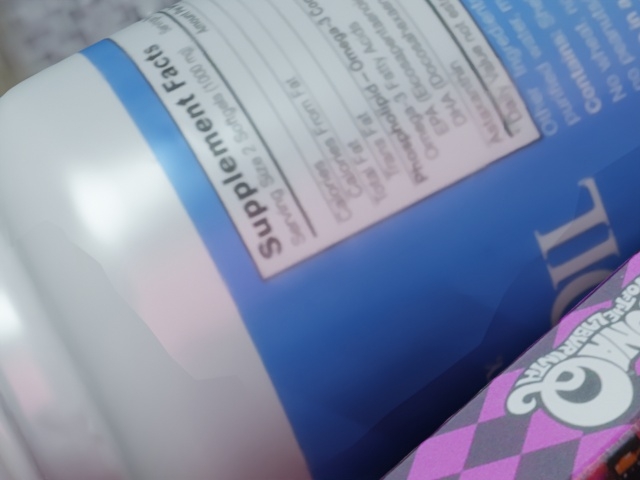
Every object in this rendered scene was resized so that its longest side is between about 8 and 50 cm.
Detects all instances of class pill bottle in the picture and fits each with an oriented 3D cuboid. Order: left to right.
[{"bbox_3d":[0.000,0.000,0.407,0.221,0.124,0.124,-28,85,-9],"label":"pill bottle"}]

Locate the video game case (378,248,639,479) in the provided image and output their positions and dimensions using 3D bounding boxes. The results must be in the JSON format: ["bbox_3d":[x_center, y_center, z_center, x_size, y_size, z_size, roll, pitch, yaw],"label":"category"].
[{"bbox_3d":[0.105,0.088,0.388,0.232,0.042,0.210,-41,125,-12],"label":"video game case"}]
